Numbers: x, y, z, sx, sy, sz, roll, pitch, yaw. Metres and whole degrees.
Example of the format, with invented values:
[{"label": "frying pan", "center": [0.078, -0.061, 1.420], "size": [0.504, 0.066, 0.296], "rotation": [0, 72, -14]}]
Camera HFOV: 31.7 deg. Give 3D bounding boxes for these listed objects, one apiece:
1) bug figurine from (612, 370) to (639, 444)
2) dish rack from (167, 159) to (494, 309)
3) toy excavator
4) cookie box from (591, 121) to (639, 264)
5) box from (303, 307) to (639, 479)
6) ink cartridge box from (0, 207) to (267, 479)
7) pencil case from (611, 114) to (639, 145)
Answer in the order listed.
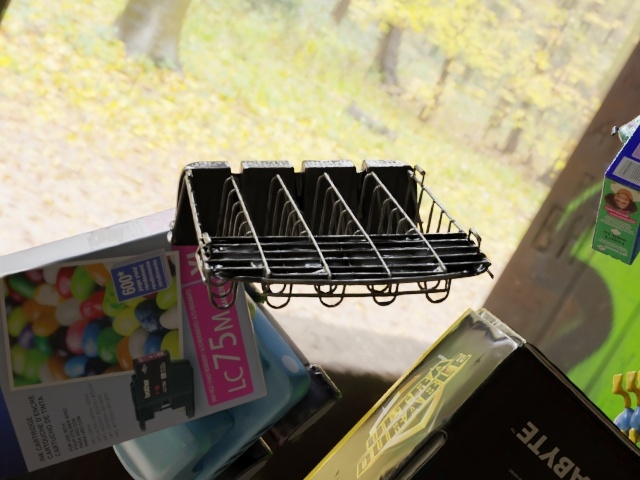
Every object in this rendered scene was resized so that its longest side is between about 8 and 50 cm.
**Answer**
[{"label": "bug figurine", "center": [0.277, 0.274, 1.139], "size": [0.072, 0.279, 0.216], "rotation": [34, -28, -29]}, {"label": "dish rack", "center": [0.000, 0.000, 0.806], "size": [0.208, 0.074, 0.271], "rotation": [-2, 19, -10]}, {"label": "toy excavator", "center": [-0.154, 0.167, 1.319], "size": [0.222, 0.433, 0.445], "rotation": [51, 26, 13]}, {"label": "cookie box", "center": [0.267, -0.046, 0.936], "size": [0.040, 0.092, 0.107], "rotation": [28, -26, 23]}, {"label": "box", "center": [0.098, 0.229, 0.491], "size": [0.322, 0.257, 0.079], "rotation": [43, 2, -11]}, {"label": "ink cartridge box", "center": [-0.213, 0.093, 0.971], "size": [0.311, 0.186, 0.065], "rotation": [-15, 24, -11]}, {"label": "pencil case", "center": [0.416, -0.146, 1.299], "size": [0.064, 0.151, 0.070], "rotation": [37, 36, -21]}]
